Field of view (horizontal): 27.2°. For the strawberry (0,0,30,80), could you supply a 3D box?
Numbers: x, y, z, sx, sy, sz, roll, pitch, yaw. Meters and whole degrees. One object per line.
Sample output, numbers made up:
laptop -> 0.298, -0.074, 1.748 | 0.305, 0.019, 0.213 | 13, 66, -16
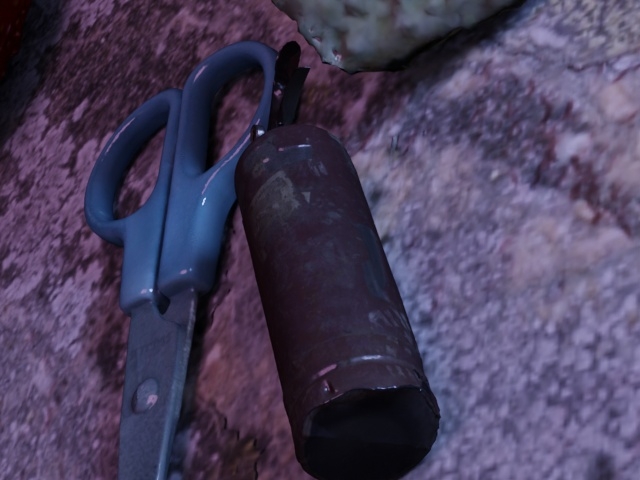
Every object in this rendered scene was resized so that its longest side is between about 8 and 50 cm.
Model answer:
strawberry -> -0.369, -0.181, 1.180 | 0.261, 0.258, 0.261 | 0, 90, 57

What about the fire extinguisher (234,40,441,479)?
fire extinguisher -> 0.000, 0.000, 0.713 | 0.267, 0.072, 0.089 | -106, 24, -47

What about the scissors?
scissors -> -0.099, 0.063, 0.816 | 0.193, 0.029, 0.447 | -27, 44, 33

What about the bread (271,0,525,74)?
bread -> 0.004, -0.323, 0.803 | 0.239, 0.395, 0.264 | -23, 19, 10
